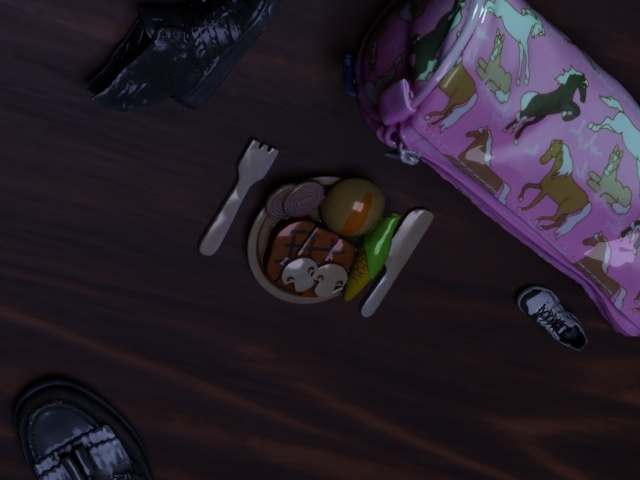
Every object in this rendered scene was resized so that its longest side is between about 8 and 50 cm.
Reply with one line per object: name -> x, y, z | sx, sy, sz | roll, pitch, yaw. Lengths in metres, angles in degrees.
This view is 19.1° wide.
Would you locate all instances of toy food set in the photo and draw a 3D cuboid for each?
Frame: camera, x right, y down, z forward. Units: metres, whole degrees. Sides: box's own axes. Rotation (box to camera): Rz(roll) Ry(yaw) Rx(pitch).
toy food set -> 0.000, 0.000, 1.640 | 0.192, 0.038, 0.132 | 20, 109, -27

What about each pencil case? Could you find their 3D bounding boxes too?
pencil case -> 0.197, -0.067, 1.604 | 0.167, 0.160, 0.386 | -44, 123, 16

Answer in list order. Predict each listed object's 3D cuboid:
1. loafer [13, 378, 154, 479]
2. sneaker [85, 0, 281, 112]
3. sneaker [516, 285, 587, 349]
loafer -> -0.181, 0.237, 1.677 | 0.096, 0.084, 0.267 | -29, 123, -3
sneaker -> -0.106, -0.165, 1.507 | 0.089, 0.051, 0.170 | 25, 110, -33
sneaker -> 0.217, 0.072, 1.756 | 0.083, 0.037, 0.032 | 33, 104, -29
